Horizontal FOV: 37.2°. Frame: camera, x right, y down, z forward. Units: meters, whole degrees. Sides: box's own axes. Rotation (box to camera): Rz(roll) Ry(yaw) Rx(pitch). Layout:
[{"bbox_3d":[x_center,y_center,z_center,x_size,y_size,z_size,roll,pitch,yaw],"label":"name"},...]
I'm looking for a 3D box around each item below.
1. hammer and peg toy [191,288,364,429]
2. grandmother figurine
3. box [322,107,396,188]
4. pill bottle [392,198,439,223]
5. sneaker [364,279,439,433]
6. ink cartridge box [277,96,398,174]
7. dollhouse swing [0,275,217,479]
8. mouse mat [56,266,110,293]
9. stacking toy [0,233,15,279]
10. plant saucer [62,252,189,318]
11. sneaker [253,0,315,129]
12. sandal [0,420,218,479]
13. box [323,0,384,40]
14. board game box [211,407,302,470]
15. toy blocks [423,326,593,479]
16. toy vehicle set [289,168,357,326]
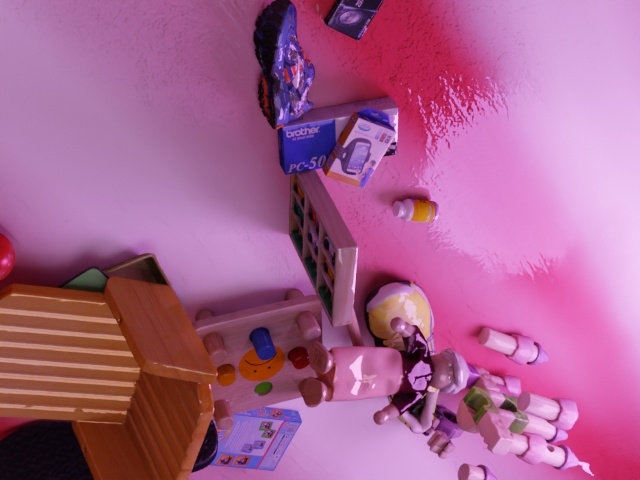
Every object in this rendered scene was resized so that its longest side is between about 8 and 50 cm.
[{"bbox_3d":[-0.067,0.214,1.867,0.361,0.127,0.266,-13,129,-13],"label":"hammer and peg toy"},{"bbox_3d":[0.142,0.248,1.832,0.342,0.104,0.208,5,108,-28],"label":"grandmother figurine"},{"bbox_3d":[0.070,-0.159,1.628,0.081,0.028,0.136,16,119,-28],"label":"box"},{"bbox_3d":[0.180,-0.056,1.800,0.083,0.043,0.043,4,125,-24],"label":"pill bottle"},{"bbox_3d":[0.189,0.240,1.968,0.145,0.147,0.385,-20,130,-3],"label":"sneaker"},{"bbox_3d":[0.031,-0.181,1.646,0.207,0.046,0.097,-11,128,-12],"label":"ink cartridge box"},{"bbox_3d":[-0.403,0.272,1.632,0.304,0.315,0.347,-2,129,-35],"label":"dollhouse swing"},{"bbox_3d":[-0.407,0.136,1.698,0.152,0.007,0.190,-32,130,6],"label":"mouse mat"},{"bbox_3d":[-0.614,-0.028,1.479,0.141,0.141,0.330,-40,133,12],"label":"stacking toy"},{"bbox_3d":[-0.358,0.110,1.731,0.188,0.045,0.188,-22,131,-3],"label":"plant saucer"},{"bbox_3d":[-0.053,-0.287,1.523,0.087,0.083,0.221,-20,137,-22],"label":"sneaker"},{"bbox_3d":[-0.426,0.442,1.896,0.445,0.168,0.107,-4,150,-14],"label":"sandal"},{"bbox_3d":[0.055,-0.370,1.525,0.067,0.018,0.083,19,118,-32],"label":"box"},{"bbox_3d":[-0.167,0.423,2.050,0.211,0.039,0.160,12,121,-28],"label":"board game box"},{"bbox_3d":[0.429,0.399,2.087,0.260,0.289,0.309,21,114,-26],"label":"toy blocks"},{"bbox_3d":[0.000,0.000,1.632,0.035,0.267,0.166,-9,128,-15],"label":"toy vehicle set"}]
